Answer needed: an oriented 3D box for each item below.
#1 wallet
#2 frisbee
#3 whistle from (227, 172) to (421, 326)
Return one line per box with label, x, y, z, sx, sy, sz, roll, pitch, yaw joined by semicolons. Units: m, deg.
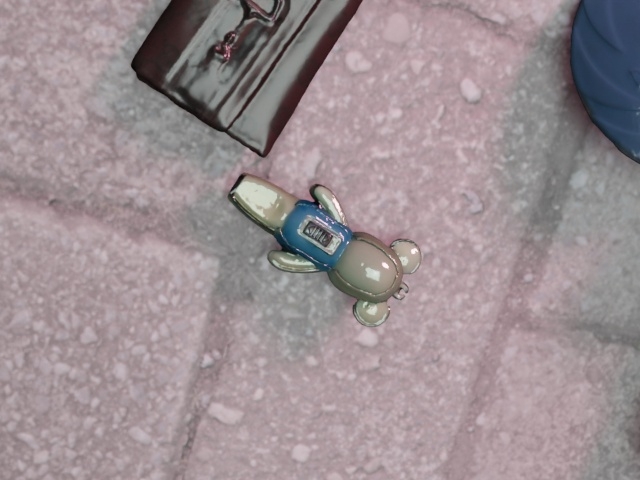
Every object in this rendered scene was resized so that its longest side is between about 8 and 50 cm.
wallet;-0.077;-0.232;1.054;0.182;0.049;0.229;33;95;-8
frisbee;0.423;-0.211;1.057;0.290;0.049;0.289;0;80;3
whistle;0.000;0.000;1.099;0.236;0.077;0.114;32;87;-5
